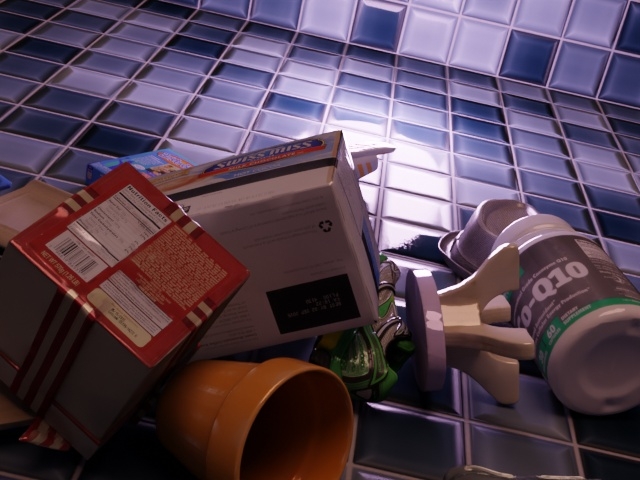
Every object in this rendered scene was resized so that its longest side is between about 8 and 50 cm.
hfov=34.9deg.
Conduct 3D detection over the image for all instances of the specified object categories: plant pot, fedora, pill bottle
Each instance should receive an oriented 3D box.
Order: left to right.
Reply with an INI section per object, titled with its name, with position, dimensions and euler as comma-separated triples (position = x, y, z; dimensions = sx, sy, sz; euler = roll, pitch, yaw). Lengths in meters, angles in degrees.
[plant pot]
position = -0.095, 0.232, 1.255
dimensions = 0.188, 0.205, 0.205
euler = 13, 20, 40
[fedora]
position = 0.364, -0.004, 2.002
dimensions = 0.244, 0.124, 0.275
euler = 24, 28, 21
[pill bottle]
position = 0.419, 0.110, 1.705
dimensions = 0.204, 0.204, 0.361
euler = 6, 26, -14

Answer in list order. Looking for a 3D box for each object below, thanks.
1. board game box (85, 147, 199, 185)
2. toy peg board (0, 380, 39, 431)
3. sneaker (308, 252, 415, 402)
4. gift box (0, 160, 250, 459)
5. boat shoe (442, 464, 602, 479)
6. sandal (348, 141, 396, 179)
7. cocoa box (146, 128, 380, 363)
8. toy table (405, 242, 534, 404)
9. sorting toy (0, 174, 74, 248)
[board game box]
position = -0.329, -0.118, 2.003
dimensions = 0.160, 0.047, 0.210
euler = 30, 31, 33
[toy peg board]
position = -0.456, 0.197, 1.293
dimensions = 0.161, 0.079, 0.160
euler = -6, 47, -32
[sneaker]
position = 0.078, 0.142, 1.598
dimensions = 0.146, 0.134, 0.343
euler = 21, 35, 2
[gift box]
position = -0.289, 0.095, 1.258
dimensions = 0.255, 0.258, 0.276
euler = 45, 43, 7
[boat shoe]
position = 0.309, 0.332, 1.306
dimensions = 0.319, 0.116, 0.099
euler = 2, 31, -11
[sandal]
position = 0.039, -0.160, 2.244
dimensions = 0.265, 0.076, 0.102
euler = -13, 15, -5
[cocoa box]
position = -0.105, 0.011, 1.494
dimensions = 0.347, 0.231, 0.228
euler = -13, 23, 11
[toy table]
position = 0.223, 0.129, 1.557
dimensions = 0.161, 0.252, 0.274
euler = -2, 25, 0
[sorting toy]
position = -0.490, -0.027, 1.749
dimensions = 0.348, 0.047, 0.196
euler = 22, 31, 18
